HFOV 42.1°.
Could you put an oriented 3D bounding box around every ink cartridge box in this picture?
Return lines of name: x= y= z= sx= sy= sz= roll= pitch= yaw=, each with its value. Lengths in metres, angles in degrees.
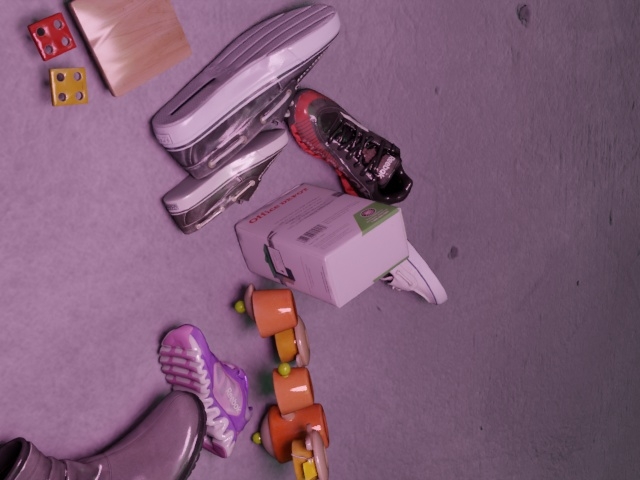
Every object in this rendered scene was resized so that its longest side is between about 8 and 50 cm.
ink cartridge box: x=0.000 y=0.000 z=1.278 sx=0.160 sy=0.219 sz=0.093 roll=-33 pitch=122 yaw=-31

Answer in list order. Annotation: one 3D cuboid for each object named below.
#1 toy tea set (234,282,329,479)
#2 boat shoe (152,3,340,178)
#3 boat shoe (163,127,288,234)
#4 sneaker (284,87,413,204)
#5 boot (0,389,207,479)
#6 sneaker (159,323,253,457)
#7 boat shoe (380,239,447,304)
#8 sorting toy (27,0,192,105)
toy tea set: x=-0.073 y=0.229 z=1.322 sx=0.124 sy=0.200 sz=0.336 roll=-12 pitch=92 yaw=3
boat shoe: x=-0.097 y=-0.222 z=1.230 sx=0.335 sy=0.121 sz=0.119 roll=-40 pitch=131 yaw=-15
boat shoe: x=-0.132 y=-0.091 z=1.243 sx=0.219 sy=0.077 sz=0.070 roll=-37 pitch=121 yaw=-20
sneaker: x=0.056 y=-0.147 z=1.351 sx=0.276 sy=0.135 sz=0.098 roll=44 pitch=72 yaw=-36
boot: x=-0.320 y=0.315 z=1.119 sx=0.222 sy=0.118 sz=0.338 roll=44 pitch=77 yaw=-37
sneaker: x=-0.164 y=0.215 z=1.274 sx=0.104 sy=0.095 sz=0.236 roll=-39 pitch=128 yaw=-36
boat shoe: x=0.141 y=0.044 z=1.509 sx=0.084 sy=0.095 sz=0.258 roll=-38 pitch=123 yaw=5
sorting toy: x=-0.263 y=-0.275 z=1.103 sx=0.274 sy=0.046 sz=0.132 roll=-39 pitch=122 yaw=-29
